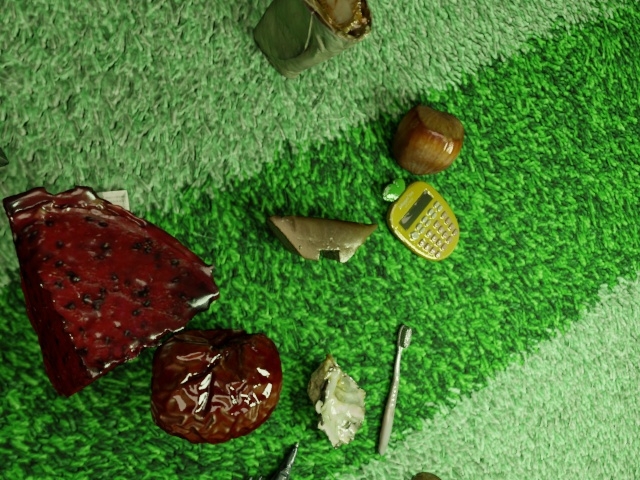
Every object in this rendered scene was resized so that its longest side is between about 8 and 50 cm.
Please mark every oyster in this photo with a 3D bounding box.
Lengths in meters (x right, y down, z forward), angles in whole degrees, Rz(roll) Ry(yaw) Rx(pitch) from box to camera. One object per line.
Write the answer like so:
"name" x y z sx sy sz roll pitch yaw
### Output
"oyster" 0.029 0.353 1.003 0.133 0.072 0.209 -46 125 -18

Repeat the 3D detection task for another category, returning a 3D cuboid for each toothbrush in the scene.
"toothbrush" 0.170 0.345 1.064 0.025 0.029 0.307 11 89 -25

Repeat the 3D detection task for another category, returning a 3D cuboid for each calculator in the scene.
"calculator" 0.229 -0.051 1.067 0.235 0.032 0.146 43 79 -17

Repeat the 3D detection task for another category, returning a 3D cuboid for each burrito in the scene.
"burrito" -0.021 -0.387 0.832 0.105 0.299 0.143 -29 107 -20

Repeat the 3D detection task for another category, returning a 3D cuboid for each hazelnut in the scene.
"hazelnut" 0.233 -0.217 1.018 0.150 0.150 0.150 -1 93 -19

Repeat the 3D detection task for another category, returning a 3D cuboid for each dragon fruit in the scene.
"dragon fruit" -0.393 0.065 0.830 0.286 0.228 0.329 -35 88 -41

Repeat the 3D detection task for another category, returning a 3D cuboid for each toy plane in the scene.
"toy plane" -0.102 0.536 0.958 0.160 0.082 0.234 25 84 9

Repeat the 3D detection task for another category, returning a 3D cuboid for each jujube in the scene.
"jujube" -0.187 0.262 0.845 0.232 0.213 0.212 1 92 -22

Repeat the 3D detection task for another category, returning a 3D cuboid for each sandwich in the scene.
"sandwich" 0.000 0.000 0.962 0.245 0.090 0.088 4 87 -21

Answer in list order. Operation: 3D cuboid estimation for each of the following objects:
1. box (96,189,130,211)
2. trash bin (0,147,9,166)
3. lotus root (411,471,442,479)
"box" -0.383 -0.050 0.865 0.054 0.024 0.083 -7 94 -20
"trash bin" -0.616 -0.218 0.705 0.122 0.164 0.240 -25 99 -16
"lotus root" 0.264 0.615 1.088 0.122 0.081 0.112 31 75 -17
